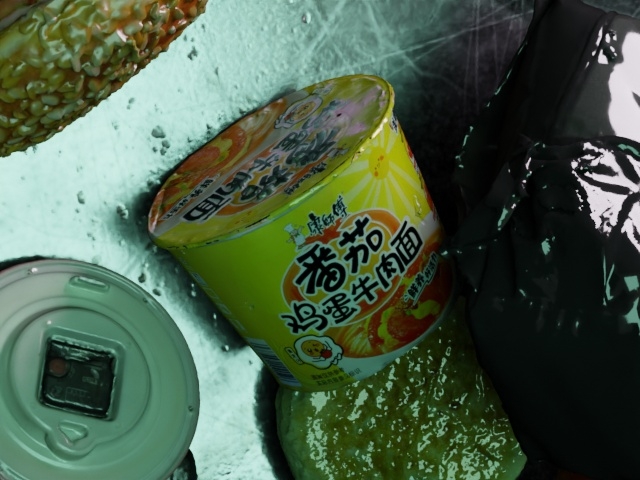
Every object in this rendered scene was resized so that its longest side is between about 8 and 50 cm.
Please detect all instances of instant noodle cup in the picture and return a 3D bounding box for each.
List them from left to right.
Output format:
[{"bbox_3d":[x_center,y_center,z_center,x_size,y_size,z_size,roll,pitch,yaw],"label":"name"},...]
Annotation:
[{"bbox_3d":[0.000,0.000,1.710,0.264,0.264,0.200,-38,112,-13],"label":"instant noodle cup"}]

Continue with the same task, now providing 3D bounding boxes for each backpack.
[{"bbox_3d":[0.251,-0.018,1.732,0.363,0.255,0.445,64,33,-49],"label":"backpack"}]

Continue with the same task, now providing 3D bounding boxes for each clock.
[{"bbox_3d":[-0.224,0.129,1.685,0.244,0.056,0.244,11,63,-23],"label":"clock"}]

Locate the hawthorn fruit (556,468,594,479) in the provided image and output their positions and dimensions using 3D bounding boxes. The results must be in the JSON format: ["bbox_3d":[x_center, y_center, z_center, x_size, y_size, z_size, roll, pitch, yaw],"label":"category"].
[{"bbox_3d":[0.365,0.294,1.858,0.242,0.242,0.271,-18,96,-18],"label":"hawthorn fruit"}]

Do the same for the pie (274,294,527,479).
[{"bbox_3d":[0.087,0.174,1.844,0.277,0.078,0.277,-1,92,-25],"label":"pie"}]

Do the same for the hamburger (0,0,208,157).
[{"bbox_3d":[-0.252,-0.222,1.566,0.330,0.330,0.250,-45,108,-12],"label":"hamburger"}]

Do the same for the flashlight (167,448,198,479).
[{"bbox_3d":[-0.231,0.214,1.727,0.232,0.093,0.093,6,92,-25],"label":"flashlight"}]
